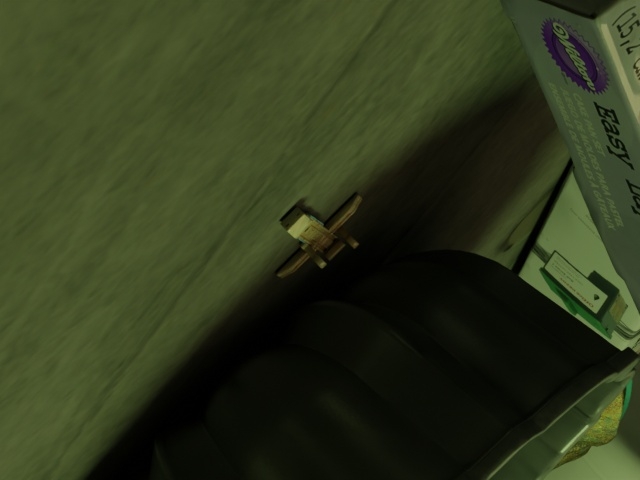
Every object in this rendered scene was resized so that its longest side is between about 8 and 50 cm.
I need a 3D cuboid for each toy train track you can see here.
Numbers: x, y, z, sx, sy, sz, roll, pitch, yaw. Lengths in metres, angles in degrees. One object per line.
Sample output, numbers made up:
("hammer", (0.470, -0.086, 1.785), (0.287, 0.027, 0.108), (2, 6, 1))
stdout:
("toy train track", (0.000, 0.000, 0.755), (0.048, 0.014, 0.083), (-45, 166, 3))

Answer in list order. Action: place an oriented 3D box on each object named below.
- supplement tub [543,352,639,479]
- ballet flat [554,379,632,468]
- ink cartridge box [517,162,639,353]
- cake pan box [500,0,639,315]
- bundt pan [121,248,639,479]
("supplement tub", (0.251, 0.246, 1.752), (0.241, 0.241, 0.331), (-30, 161, -47))
("ballet flat", (0.162, 0.121, 1.409), (0.123, 0.123, 0.348), (-42, 167, -9))
("ink cartridge box", (0.218, -0.021, 1.159), (0.160, 0.092, 0.219), (-39, 164, -21))
("cake pan box", (0.216, -0.077, 0.759), (0.246, 0.070, 0.267), (-40, 126, -16))
("bundt pan", (-0.003, 0.131, 0.907), (0.331, 0.124, 0.331), (-42, 167, -12))
